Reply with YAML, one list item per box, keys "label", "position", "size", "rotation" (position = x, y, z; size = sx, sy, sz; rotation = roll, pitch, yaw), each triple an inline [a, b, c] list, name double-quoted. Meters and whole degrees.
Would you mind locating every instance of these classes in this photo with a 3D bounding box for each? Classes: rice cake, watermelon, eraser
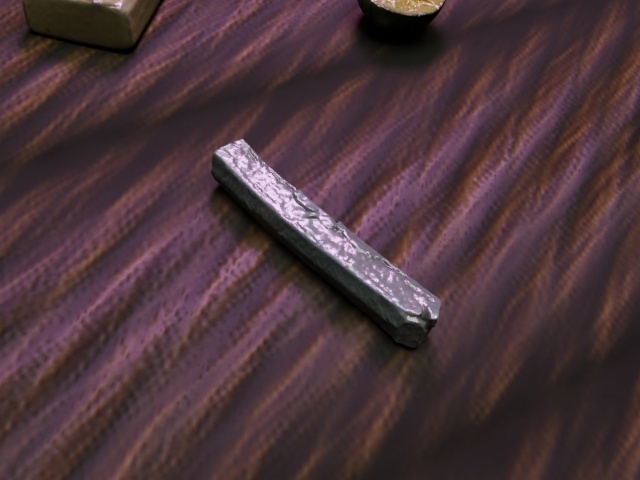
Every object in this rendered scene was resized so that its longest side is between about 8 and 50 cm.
- label: "rice cake"
  position: [0.000, 0.000, 0.649]
  size: [0.245, 0.045, 0.042]
  rotation: [39, 55, 21]
- label: "watermelon"
  position: [0.084, -0.270, 0.854]
  size: [0.106, 0.062, 0.105]
  rotation: [7, 57, -10]
- label: "eraser"
  position: [-0.230, -0.285, 0.826]
  size: [0.117, 0.058, 0.172]
  rotation: [13, 53, 3]
